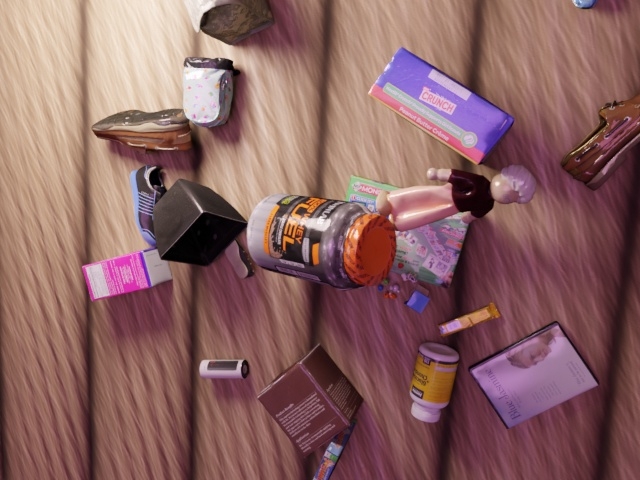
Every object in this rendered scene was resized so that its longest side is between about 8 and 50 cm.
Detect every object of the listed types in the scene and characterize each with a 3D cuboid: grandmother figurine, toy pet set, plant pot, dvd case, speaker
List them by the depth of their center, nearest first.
[{"bbox_3d":[0.312,-0.094,1.252,0.342,0.208,0.104,-12,65,33],"label":"grandmother figurine"},{"bbox_3d":[0.524,0.336,1.374,0.253,0.022,0.180,-35,87,19],"label":"dvd case"},{"bbox_3d":[0.209,0.137,1.399,0.114,0.065,0.122,32,135,0],"label":"toy pet set"},{"bbox_3d":[-0.347,-0.057,1.512,0.188,0.187,0.167,-45,62,17],"label":"plant pot"},{"bbox_3d":[-0.281,0.375,1.613,0.136,0.055,0.055,-4,96,18],"label":"speaker"}]

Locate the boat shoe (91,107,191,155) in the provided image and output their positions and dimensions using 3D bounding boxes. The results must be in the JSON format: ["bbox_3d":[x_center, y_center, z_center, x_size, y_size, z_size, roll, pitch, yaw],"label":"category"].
[{"bbox_3d":[-0.502,-0.295,1.558,0.324,0.122,0.120,6,126,26],"label":"boat shoe"}]

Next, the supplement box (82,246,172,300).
[{"bbox_3d":[-0.570,0.096,1.635,0.220,0.111,0.113,-12,94,19],"label":"supplement box"}]

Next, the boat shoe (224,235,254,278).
[{"bbox_3d":[-0.230,0.047,1.562,0.049,0.042,0.133,-37,72,27],"label":"boat shoe"}]

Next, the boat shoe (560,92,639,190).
[{"bbox_3d":[0.659,-0.259,1.206,0.104,0.111,0.307,37,106,8],"label":"boat shoe"}]

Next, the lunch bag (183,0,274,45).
[{"bbox_3d":[-0.260,-0.635,1.350,0.169,0.287,0.235,-19,92,18],"label":"lunch bag"}]

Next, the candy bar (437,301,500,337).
[{"bbox_3d":[0.373,0.204,1.406,0.161,0.018,0.040,-25,86,19],"label":"candy bar"}]

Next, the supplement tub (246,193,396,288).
[{"bbox_3d":[0.000,0.000,1.343,0.338,0.207,0.207,10,101,39],"label":"supplement tub"}]

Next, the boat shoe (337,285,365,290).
[{"bbox_3d":[0.104,0.107,1.466,0.125,0.038,0.046,-28,46,18],"label":"boat shoe"}]

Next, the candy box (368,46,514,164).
[{"bbox_3d":[0.276,-0.282,1.213,0.268,0.317,0.122,37,106,10],"label":"candy box"}]

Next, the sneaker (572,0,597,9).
[{"bbox_3d":[0.588,-0.590,1.204,0.063,0.073,0.162,9,100,16],"label":"sneaker"}]

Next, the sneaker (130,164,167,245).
[{"bbox_3d":[-0.481,-0.103,1.597,0.090,0.081,0.232,-12,92,26],"label":"sneaker"}]

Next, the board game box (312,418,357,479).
[{"bbox_3d":[0.035,0.567,1.462,0.035,0.201,0.136,25,103,13],"label":"board game box"}]

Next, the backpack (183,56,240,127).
[{"bbox_3d":[-0.306,-0.396,1.487,0.152,0.115,0.182,6,102,14],"label":"backpack"}]

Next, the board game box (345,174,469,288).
[{"bbox_3d":[0.206,-0.025,1.413,0.317,0.046,0.213,17,101,14],"label":"board game box"}]

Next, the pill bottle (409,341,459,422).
[{"bbox_3d":[0.285,0.362,1.409,0.103,0.103,0.184,13,100,15],"label":"pill bottle"}]

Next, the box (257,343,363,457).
[{"bbox_3d":[-0.022,0.423,1.479,0.168,0.167,0.203,-40,84,18],"label":"box"}]
